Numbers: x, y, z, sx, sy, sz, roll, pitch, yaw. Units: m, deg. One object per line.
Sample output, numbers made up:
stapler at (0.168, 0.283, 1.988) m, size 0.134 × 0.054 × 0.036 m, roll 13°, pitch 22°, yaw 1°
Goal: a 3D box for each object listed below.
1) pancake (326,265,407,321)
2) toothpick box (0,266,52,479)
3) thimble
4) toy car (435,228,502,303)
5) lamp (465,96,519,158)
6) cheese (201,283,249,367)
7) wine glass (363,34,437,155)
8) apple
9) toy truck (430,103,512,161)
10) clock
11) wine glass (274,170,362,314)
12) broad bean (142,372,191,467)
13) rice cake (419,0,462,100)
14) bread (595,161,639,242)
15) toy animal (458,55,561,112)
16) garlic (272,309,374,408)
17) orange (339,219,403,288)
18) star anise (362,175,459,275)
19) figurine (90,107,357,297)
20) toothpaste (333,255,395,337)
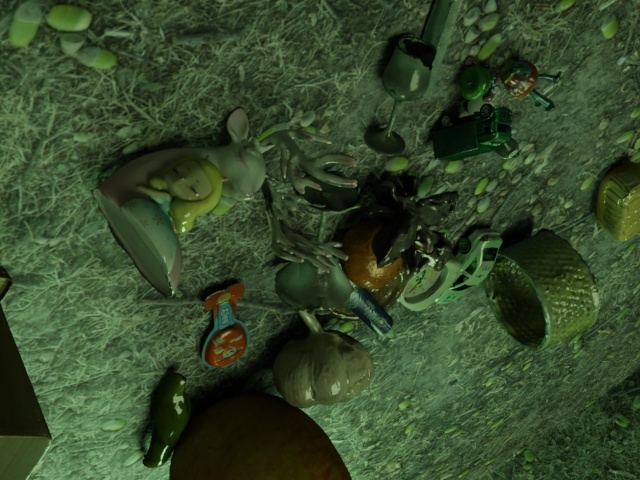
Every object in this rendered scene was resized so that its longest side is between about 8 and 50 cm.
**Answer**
pancake at (0.087, 0.101, 1.818) m, size 0.199 × 0.021 × 0.199 m, roll -10°, pitch 132°, yaw -11°
toothpick box at (-0.494, 0.192, 1.163) m, size 0.190 × 0.308 × 0.187 m, roll 16°, pitch 119°, yaw -49°
thimble at (0.517, 0.120, 2.075) m, size 0.150 × 0.271 × 0.271 m, roll -21°, pitch 143°, yaw -17°
toy car at (0.335, 0.069, 2.008) m, size 0.090 × 0.076 × 0.224 m, roll -1°, pitch 131°, yaw -45°
lamp at (0.327, -0.229, 1.696) m, size 0.050 × 0.056 × 0.198 m, roll -41°, pitch 136°, yaw 6°
cheese at (-0.182, 0.171, 1.673) m, size 0.106 × 0.037 × 0.256 m, roll -24°, pitch 145°, yaw -24°
wine glass at (0.132, -0.239, 1.447) m, size 0.079 × 0.079 × 0.195 m, roll -16°, pitch 142°, yaw -30°
apple at (-0.118, 0.507, 1.838) m, size 0.333 × 0.400 × 0.400 m, roll -46°, pitch 156°, yaw -36°
toy truck at (0.278, -0.198, 1.589) m, size 0.065 × 0.079 × 0.147 m, roll 0°, pitch 171°, yaw -44°
clock at (0.216, 0.076, 1.915) m, size 0.151 × 0.062 × 0.191 m, roll -48°, pitch 145°, yaw 15°
wine glass at (0.000, 0.000, 1.557) m, size 0.156 × 0.156 × 0.232 m, roll -17°, pitch 136°, yaw -29°
broad bean at (-0.316, 0.381, 1.763) m, size 0.067 × 0.075 × 0.325 m, roll -9°, pitch 136°, yaw -39°
rice cake at (0.187, -0.321, 1.434) m, size 0.034 × 0.043 × 0.211 m, roll -22°, pitch 144°, yaw -36°
bread at (0.762, -0.101, 2.181) m, size 0.140 × 0.106 × 0.236 m, roll -31°, pitch 146°, yaw -9°
toy animal at (0.350, -0.288, 1.576) m, size 0.208 × 0.100 × 0.103 m, roll 6°, pitch 166°, yaw -32°
garlic at (-0.001, 0.228, 1.814) m, size 0.218 × 0.218 × 0.212 m, roll -18°, pitch 108°, yaw -27°
orange at (0.096, 0.028, 1.691) m, size 0.135 × 0.136 × 0.117 m, roll -11°, pitch 171°, yaw -35°
star anise at (0.177, -0.034, 1.629) m, size 0.110 × 0.198 × 0.257 m, roll -19°, pitch 161°, yaw 41°
figurine at (-0.121, -0.045, 1.284) m, size 0.315 × 0.284 × 0.206 m, roll -38°, pitch 150°, yaw -22°
toothpaste at (0.081, 0.127, 1.795) m, size 0.069 × 0.047 × 0.268 m, roll -26°, pitch 131°, yaw 23°
